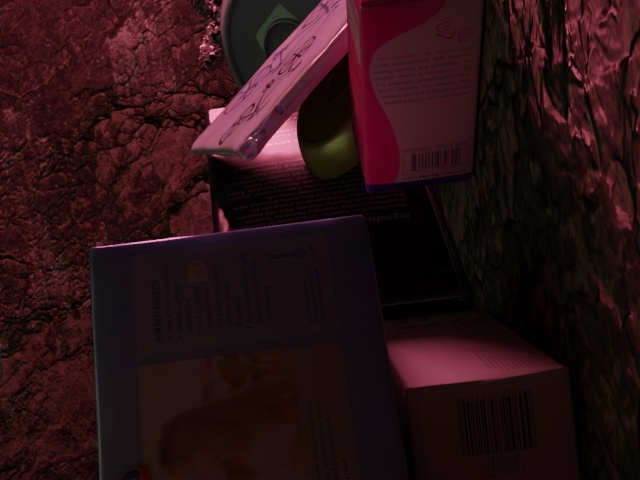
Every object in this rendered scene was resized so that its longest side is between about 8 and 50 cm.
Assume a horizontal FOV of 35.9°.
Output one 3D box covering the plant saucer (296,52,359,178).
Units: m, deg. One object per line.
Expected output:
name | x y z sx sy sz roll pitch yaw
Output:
plant saucer | 0.036 -0.193 1.229 0.241 0.037 0.241 -42 34 37

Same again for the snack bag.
snack bag | -0.016 -0.217 1.184 0.037 0.323 0.342 43 173 -16

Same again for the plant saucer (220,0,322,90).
plant saucer | -0.036 -0.292 1.502 0.044 0.318 0.317 -39 -48 -45

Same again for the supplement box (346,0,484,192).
supplement box | 0.087 -0.168 0.954 0.220 0.111 0.114 86 176 -47

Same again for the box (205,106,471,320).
box | 0.018 0.114 1.402 0.471 0.297 0.479 -104 7 -51

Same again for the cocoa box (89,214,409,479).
cocoa box | -0.051 0.186 0.810 0.228 0.232 0.347 90 172 -67

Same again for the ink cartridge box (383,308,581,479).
ink cartridge box | 0.133 0.221 0.899 0.309 0.130 0.271 -121 24 -84

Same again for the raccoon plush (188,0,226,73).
raccoon plush | -0.074 -0.444 1.568 0.446 0.299 0.216 87 175 -59
